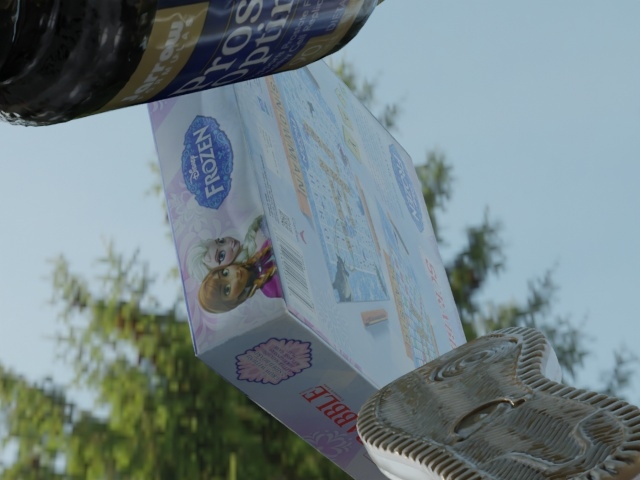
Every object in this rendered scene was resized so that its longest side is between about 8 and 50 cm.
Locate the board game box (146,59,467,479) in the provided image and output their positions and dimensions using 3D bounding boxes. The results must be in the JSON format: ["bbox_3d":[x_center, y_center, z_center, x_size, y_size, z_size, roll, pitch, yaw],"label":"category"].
[{"bbox_3d":[0.000,0.000,1.238,0.066,0.319,0.318,-27,-39,17],"label":"board game box"}]

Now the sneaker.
[{"bbox_3d":[0.103,0.135,0.827,0.099,0.282,0.153,-29,-79,-6],"label":"sneaker"}]

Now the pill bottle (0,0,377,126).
[{"bbox_3d":[-0.081,-0.109,0.701,0.123,0.219,0.123,12,-70,36],"label":"pill bottle"}]

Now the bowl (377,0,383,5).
[{"bbox_3d":[-0.004,-0.222,1.113,0.080,0.170,0.170,11,-53,-37],"label":"bowl"}]
